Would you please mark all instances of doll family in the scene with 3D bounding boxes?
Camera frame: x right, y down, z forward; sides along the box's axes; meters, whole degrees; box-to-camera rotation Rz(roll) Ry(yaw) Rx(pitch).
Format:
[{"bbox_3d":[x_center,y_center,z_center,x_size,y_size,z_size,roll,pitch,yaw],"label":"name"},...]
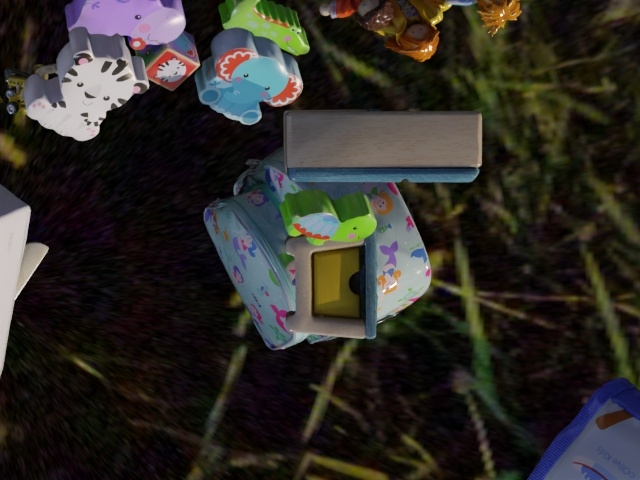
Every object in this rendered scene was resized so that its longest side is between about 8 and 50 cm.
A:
[{"bbox_3d":[0.129,-0.274,1.746,0.263,0.118,0.163,-29,50,2],"label":"doll family"}]

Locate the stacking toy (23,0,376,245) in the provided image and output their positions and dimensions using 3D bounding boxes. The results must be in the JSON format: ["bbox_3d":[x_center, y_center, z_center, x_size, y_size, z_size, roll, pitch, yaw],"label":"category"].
[{"bbox_3d":[-0.063,-0.099,0.831,0.221,0.167,0.052,25,126,-40],"label":"stacking toy"}]

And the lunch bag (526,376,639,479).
[{"bbox_3d":[0.299,0.355,1.427,0.239,0.328,0.385,-8,125,-51],"label":"lunch bag"}]

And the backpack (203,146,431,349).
[{"bbox_3d":[0.000,0.000,1.793,0.191,0.253,0.225,-28,93,-25],"label":"backpack"}]

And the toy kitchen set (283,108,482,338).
[{"bbox_3d":[0.037,-0.006,1.132,0.122,0.207,0.166,-1,95,-1],"label":"toy kitchen set"}]

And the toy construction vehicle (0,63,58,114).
[{"bbox_3d":[-0.273,-0.137,1.494,0.098,0.086,0.035,9,110,27],"label":"toy construction vehicle"}]

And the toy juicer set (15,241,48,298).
[{"bbox_3d":[-0.394,0.094,1.599,0.329,0.089,0.209,8,106,-54],"label":"toy juicer set"}]

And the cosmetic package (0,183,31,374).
[{"bbox_3d":[-0.325,0.006,0.928,0.224,0.138,0.224,35,37,25],"label":"cosmetic package"}]
